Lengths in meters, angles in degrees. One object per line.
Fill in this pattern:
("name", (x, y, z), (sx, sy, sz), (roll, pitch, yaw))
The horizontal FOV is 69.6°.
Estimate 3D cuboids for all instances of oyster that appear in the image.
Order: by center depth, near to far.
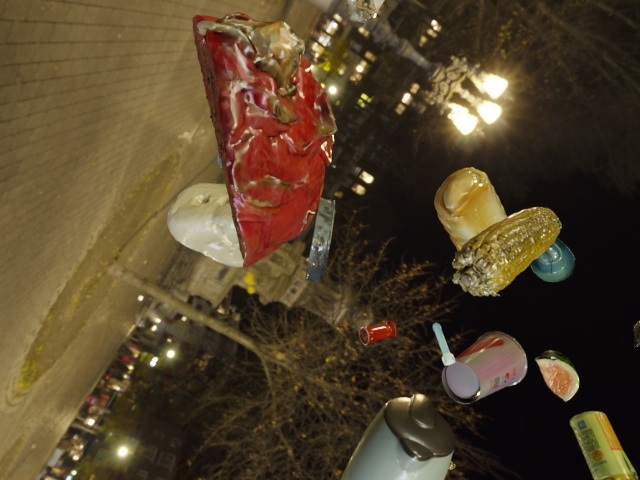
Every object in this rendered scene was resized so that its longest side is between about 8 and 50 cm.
("oyster", (0.102, -0.547, 0.981), (0.191, 0.081, 0.163), (-59, 171, -52))

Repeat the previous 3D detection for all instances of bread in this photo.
("bread", (0.418, -0.072, 1.276), (0.173, 0.311, 0.121), (-43, -140, -2))

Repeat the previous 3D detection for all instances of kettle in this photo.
("kettle", (0.144, 0.402, 0.853), (0.221, 0.161, 0.237), (-36, 147, -67))

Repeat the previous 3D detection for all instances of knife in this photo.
("knife", (0.274, 0.231, 1.032), (0.027, 0.096, 0.010), (-19, 165, 7))

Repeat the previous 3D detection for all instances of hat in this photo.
("hat", (0.771, 0.047, 1.567), (0.138, 0.078, 0.191), (-27, -131, 8))

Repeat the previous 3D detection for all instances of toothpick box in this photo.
("toothpick box", (0.137, 0.219, 1.096), (0.047, 0.083, 0.047), (22, -65, 60))

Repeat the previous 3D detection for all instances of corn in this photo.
("corn", (0.373, 0.010, 0.911), (0.317, 0.115, 0.115), (-26, 170, -37))

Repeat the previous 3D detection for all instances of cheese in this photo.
("cheese", (-0.271, -0.067, 1.222), (0.251, 0.247, 0.174), (-45, -153, 56))

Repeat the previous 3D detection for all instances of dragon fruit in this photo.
("dragon fruit", (-0.046, -0.136, 0.519), (0.205, 0.151, 0.317), (161, -83, -79))

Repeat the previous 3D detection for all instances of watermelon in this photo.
("watermelon", (0.882, 0.492, 1.701), (0.119, 0.245, 0.063), (-36, -160, 11))

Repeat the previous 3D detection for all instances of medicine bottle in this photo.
("medicine bottle", (0.899, 0.676, 1.460), (0.124, 0.124, 0.239), (-50, -151, 34))

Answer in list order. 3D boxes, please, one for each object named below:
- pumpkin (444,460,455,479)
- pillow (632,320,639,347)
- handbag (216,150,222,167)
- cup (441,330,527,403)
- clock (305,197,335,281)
("pumpkin", (0.285, 0.600, 1.251), (0.223, 0.157, 0.224), (5, 90, -76))
("pillow", (1.050, 0.271, 1.459), (0.090, 0.048, 0.150), (-72, -175, -46))
("handbag", (-0.159, -0.268, 1.362), (0.100, 0.268, 0.274), (-58, 175, -38))
("cup", (0.535, 0.429, 1.534), (0.288, 0.203, 0.203), (-7, 147, -45))
("clock", (0.000, 0.000, 1.224), (0.226, 0.048, 0.226), (-171, -90, -90))
